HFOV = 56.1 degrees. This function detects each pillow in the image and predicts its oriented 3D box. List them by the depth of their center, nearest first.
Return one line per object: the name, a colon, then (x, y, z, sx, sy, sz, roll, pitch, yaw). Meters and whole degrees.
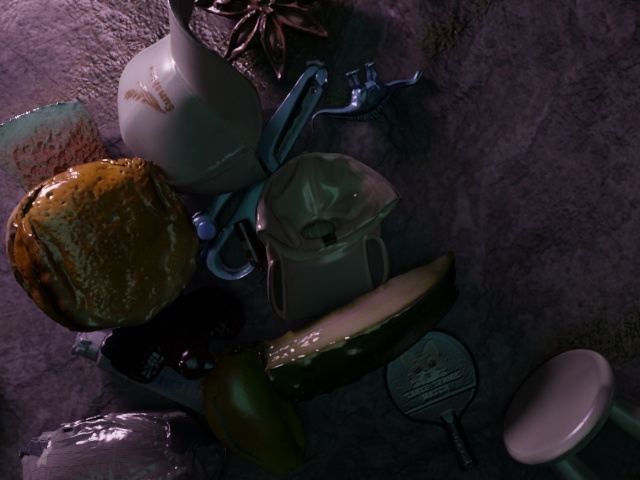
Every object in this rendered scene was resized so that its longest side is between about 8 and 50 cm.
pillow: (-0.309, 0.347, 0.920, 0.334, 0.093, 0.162, -8, 63, 1)

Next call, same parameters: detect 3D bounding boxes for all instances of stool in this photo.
stool: (0.401, 0.293, 0.870, 0.198, 0.195, 0.195, 41, 93, -3)

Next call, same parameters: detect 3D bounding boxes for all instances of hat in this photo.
hat: (-0.191, -0.193, 0.797, 0.168, 0.301, 0.258, -29, 79, -16)
hat: (0.000, 0.000, 0.915, 0.219, 0.164, 0.226, -9, 134, -17)

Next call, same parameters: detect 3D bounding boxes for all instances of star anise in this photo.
star anise: (-0.086, -0.334, 0.901, 0.207, 0.063, 0.172, 14, 98, -4)

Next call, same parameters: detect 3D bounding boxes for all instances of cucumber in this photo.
cucumber: (0.077, 0.139, 0.885, 0.325, 0.105, 0.145, -28, 126, -1)

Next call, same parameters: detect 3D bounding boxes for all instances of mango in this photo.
mango: (-0.101, 0.272, 0.920, 0.125, 0.111, 0.233, -19, 106, 14)

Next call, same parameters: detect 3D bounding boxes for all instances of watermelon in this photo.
watermelon: (-0.373, -0.082, 0.917, 0.154, 0.094, 0.241, -30, 95, -7)

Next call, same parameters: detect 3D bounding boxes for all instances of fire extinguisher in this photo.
fire extinguisher: (-0.094, 0.013, 0.905, 0.046, 0.032, 0.100, -22, 96, 17)

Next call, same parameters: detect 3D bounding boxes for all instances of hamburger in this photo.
hamburger: (-0.299, 0.005, 0.825, 0.244, 0.163, 0.245, 0, 89, -25)

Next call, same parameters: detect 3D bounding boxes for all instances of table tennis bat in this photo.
table tennis bat: (0.192, 0.253, 0.956, 0.150, 0.027, 0.237, -23, 91, 2)

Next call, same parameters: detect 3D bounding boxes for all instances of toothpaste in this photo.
toothpaste: (-0.269, 0.198, 0.946, 0.234, 0.057, 0.089, 23, 93, -7)

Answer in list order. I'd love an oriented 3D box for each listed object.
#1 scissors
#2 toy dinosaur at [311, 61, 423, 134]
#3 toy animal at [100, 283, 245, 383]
scissors: (-0.106, -0.109, 0.928, 0.180, 0.032, 0.393, 34, 95, -3)
toy dinosaur: (0.068, -0.221, 0.908, 0.197, 0.045, 0.080, -28, 110, -7)
toy animal: (-0.208, 0.129, 0.868, 0.218, 0.179, 0.116, -22, 107, -18)
